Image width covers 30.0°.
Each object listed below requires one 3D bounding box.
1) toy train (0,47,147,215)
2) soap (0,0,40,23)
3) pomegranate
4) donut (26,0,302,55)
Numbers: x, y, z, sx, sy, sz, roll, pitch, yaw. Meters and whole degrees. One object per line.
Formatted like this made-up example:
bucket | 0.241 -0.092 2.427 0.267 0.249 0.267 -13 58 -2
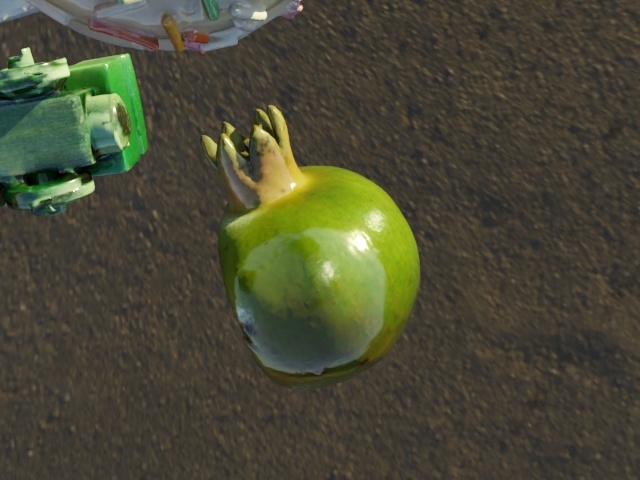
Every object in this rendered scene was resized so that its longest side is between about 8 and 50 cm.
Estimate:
toy train | -0.167 -0.044 0.526 0.178 0.104 0.071 -8 104 4
soap | -0.411 -0.349 1.247 0.446 0.156 0.261 -24 148 -19
pomegranate | 0.000 0.000 1.462 0.216 0.310 0.358 -15 110 13
donut | -0.136 -0.334 0.972 0.383 0.142 0.382 0 105 -1
